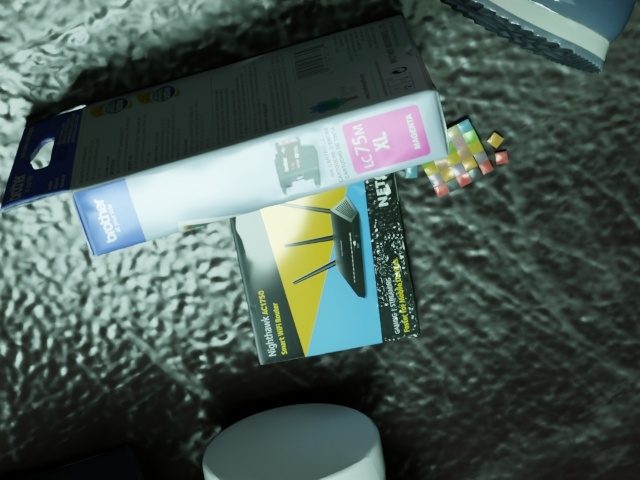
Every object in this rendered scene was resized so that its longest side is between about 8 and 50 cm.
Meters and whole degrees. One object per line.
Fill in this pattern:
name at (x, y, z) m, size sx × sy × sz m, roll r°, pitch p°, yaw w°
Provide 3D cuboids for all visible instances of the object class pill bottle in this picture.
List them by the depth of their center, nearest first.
pill bottle at (0.001, 0.311, 1.509) m, size 0.187 × 0.188 × 0.334 m, roll -9°, pitch 111°, yaw -1°

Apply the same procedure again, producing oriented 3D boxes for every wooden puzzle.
wooden puzzle at (0.105, -0.066, 1.469) m, size 0.083 × 0.006 × 0.049 m, roll -27°, pitch 111°, yaw 6°

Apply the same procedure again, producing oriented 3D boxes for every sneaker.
sneaker at (0.097, -0.250, 1.359) m, size 0.319 × 0.112 × 0.131 m, roll 29°, pitch 89°, yaw -17°

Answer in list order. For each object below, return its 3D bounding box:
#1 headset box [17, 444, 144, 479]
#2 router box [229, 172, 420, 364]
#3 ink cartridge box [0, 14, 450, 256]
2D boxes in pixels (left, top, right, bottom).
headset box at (-0.163, 0.331, 1.466) m, size 0.131 × 0.246 × 0.283 m, roll -17°, pitch 110°, yaw -8°
router box at (0.000, 0.000, 1.465) m, size 0.133 × 0.046 × 0.179 m, roll -11°, pitch 112°, yaw 0°
ink cartridge box at (-0.070, -0.074, 1.356) m, size 0.311 × 0.186 × 0.065 m, roll -14°, pitch 113°, yaw 2°
